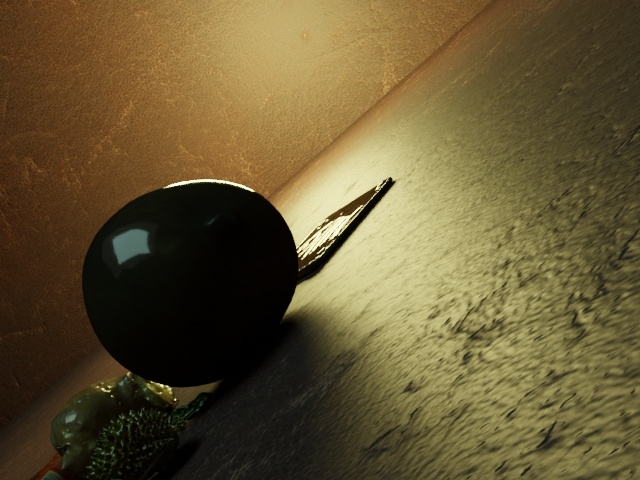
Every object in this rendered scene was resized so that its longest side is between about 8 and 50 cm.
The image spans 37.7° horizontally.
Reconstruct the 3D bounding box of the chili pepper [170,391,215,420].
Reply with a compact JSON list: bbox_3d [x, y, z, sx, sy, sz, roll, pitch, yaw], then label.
[{"bbox_3d":[-0.202,0.263,1.451,0.091,0.030,0.034,-37,-15,23],"label":"chili pepper"}]

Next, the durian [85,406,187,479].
[{"bbox_3d":[-0.281,0.312,1.304,0.208,0.102,0.146,-47,-5,-22],"label":"durian"}]

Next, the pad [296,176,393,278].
[{"bbox_3d":[0.000,0.000,1.869,0.286,0.018,0.284,-47,9,-34],"label":"pad"}]

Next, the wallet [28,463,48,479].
[{"bbox_3d":[-0.571,0.504,1.944,0.122,0.031,0.232,-42,10,-24],"label":"wallet"}]

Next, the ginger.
[{"bbox_3d":[-0.366,0.309,1.617,0.152,0.138,0.267,-26,13,47],"label":"ginger"}]

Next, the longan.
[{"bbox_3d":[-0.209,0.064,1.528,0.361,0.361,0.361,-42,9,8],"label":"longan"}]

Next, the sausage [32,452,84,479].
[{"bbox_3d":[-0.443,0.397,1.751,0.083,0.083,0.264,-37,9,34],"label":"sausage"}]
